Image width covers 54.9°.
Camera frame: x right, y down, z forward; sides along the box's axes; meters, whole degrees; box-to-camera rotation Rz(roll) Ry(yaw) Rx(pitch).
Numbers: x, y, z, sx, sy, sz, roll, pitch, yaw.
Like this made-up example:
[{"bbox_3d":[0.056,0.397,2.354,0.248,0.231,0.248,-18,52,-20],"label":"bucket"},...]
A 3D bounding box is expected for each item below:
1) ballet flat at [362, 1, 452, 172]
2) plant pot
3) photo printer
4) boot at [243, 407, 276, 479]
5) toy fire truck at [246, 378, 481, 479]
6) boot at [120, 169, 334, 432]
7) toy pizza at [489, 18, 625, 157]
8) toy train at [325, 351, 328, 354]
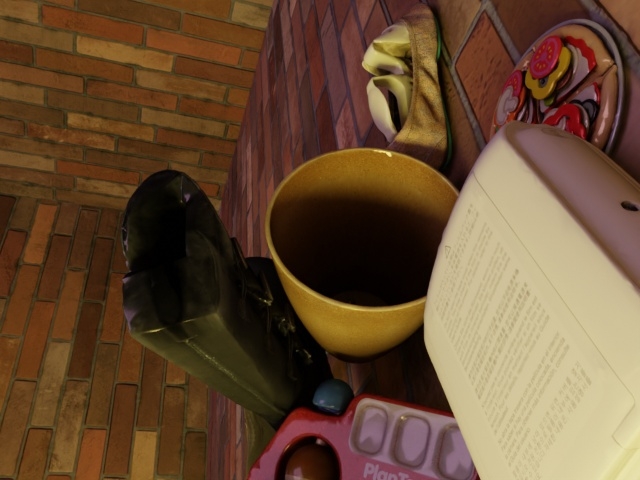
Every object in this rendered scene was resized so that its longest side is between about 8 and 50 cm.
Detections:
[{"bbox_3d":[0.117,-0.234,0.876,0.107,0.106,0.316,120,153,-53],"label":"ballet flat"},{"bbox_3d":[0.056,0.051,0.801,0.254,0.237,0.237,90,177,-54],"label":"plant pot"},{"bbox_3d":[0.181,0.067,0.488,0.307,0.107,0.256,-106,23,-53],"label":"photo printer"},{"bbox_3d":[-0.084,0.279,1.216,0.284,0.138,0.377,-114,27,-74],"label":"boot"},{"bbox_3d":[0.037,0.292,0.686,0.302,0.169,0.253,2,69,43],"label":"toy fire truck"},{"bbox_3d":[-0.127,0.065,0.839,0.367,0.146,0.445,58,-178,38],"label":"boot"},{"bbox_3d":[0.216,-0.117,0.609,0.201,0.032,0.201,-172,90,-74],"label":"toy pizza"},{"bbox_3d":[0.003,0.129,1.199,0.125,0.046,0.166,123,150,-55],"label":"toy train"}]
